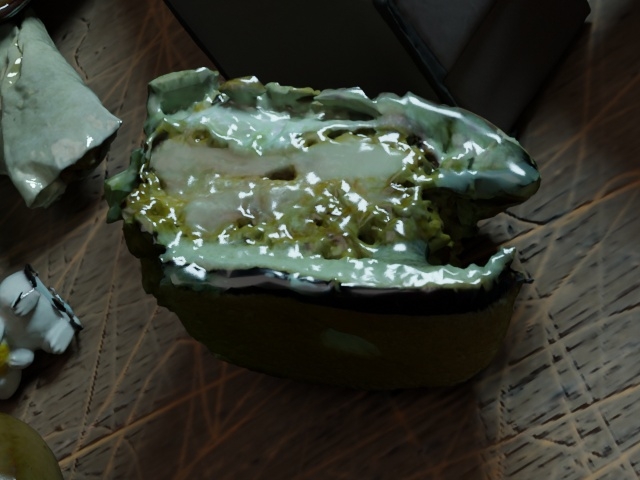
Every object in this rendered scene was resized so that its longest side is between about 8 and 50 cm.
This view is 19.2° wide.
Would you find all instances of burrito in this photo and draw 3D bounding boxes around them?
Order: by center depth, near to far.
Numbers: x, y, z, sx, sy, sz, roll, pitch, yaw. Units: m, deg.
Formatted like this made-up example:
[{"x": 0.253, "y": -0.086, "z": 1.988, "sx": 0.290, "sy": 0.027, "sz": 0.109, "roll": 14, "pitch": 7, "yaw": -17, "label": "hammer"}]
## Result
[{"x": -0.279, "y": -0.150, "z": 1.578, "sx": 0.117, "sy": 0.076, "sz": 0.392, "roll": -44, "pitch": 46, "yaw": 1, "label": "burrito"}]

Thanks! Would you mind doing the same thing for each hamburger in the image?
[{"x": 0.000, "y": 0.000, "z": 1.218, "sx": 0.288, "sy": 0.192, "sz": 0.167, "roll": 8, "pitch": 68, "yaw": 10, "label": "hamburger"}]

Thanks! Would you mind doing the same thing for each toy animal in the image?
[{"x": -0.246, "y": 0.075, "z": 1.401, "sx": 0.124, "sy": 0.071, "sz": 0.085, "roll": -43, "pitch": 46, "yaw": 2, "label": "toy animal"}]

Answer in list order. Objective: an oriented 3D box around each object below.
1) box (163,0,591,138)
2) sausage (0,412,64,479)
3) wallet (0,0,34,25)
[{"x": 0.029, "y": -0.182, "z": 1.312, "sx": 0.252, "sy": 0.188, "sz": 0.153, "roll": 19, "pitch": 67, "yaw": 45, "label": "box"}, {"x": -0.198, "y": 0.322, "z": 1.155, "sx": 0.136, "sy": 0.123, "sz": 0.500, "roll": -6, "pitch": 54, "yaw": 5, "label": "sausage"}, {"x": -0.244, "y": -0.265, "z": 1.601, "sx": 0.137, "sy": 0.031, "sz": 0.255, "roll": 20, "pitch": 53, "yaw": 27, "label": "wallet"}]
